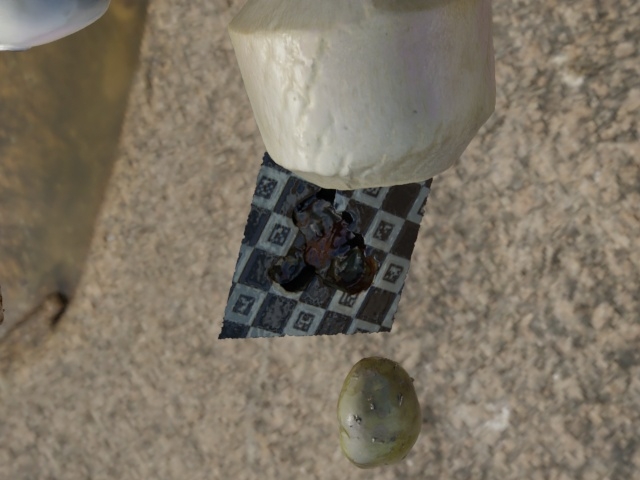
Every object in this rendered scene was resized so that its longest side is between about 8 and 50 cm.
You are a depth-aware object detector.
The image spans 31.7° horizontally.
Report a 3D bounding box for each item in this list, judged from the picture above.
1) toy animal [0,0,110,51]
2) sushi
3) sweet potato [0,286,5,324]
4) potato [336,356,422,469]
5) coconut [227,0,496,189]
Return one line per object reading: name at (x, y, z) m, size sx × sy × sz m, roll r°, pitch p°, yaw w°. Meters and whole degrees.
toy animal at (-0.326, -0.352, 1.310) m, size 0.213 × 0.212 × 0.267 m, roll 53°, pitch 146°, yaw 8°
sushi at (0.000, 0.000, 1.841) m, size 0.069 × 0.339 × 0.320 m, roll 41°, pitch 123°, yaw 51°
sweet potato at (-0.434, -0.011, 0.964) m, size 0.109 × 0.385 × 0.109 m, roll -29°, pitch 47°, yaw 36°
potato at (0.062, 0.187, 1.184) m, size 0.070 × 0.091 × 0.138 m, roll 43°, pitch 148°, yaw 55°
coconut at (0.046, -0.224, 1.267) m, size 0.328 × 0.328 × 0.329 m, roll 18°, pitch 120°, yaw 34°
